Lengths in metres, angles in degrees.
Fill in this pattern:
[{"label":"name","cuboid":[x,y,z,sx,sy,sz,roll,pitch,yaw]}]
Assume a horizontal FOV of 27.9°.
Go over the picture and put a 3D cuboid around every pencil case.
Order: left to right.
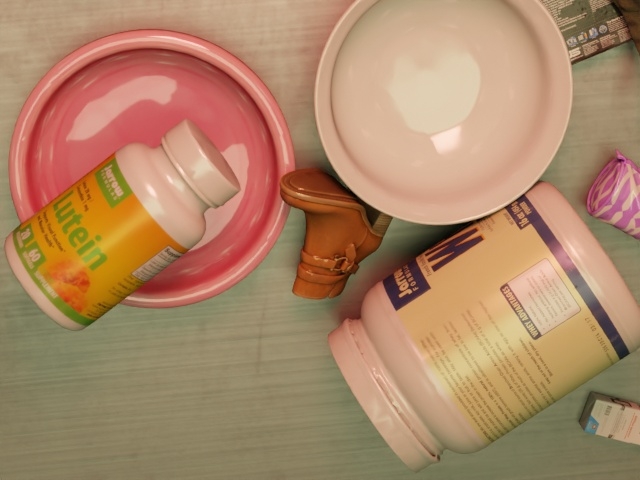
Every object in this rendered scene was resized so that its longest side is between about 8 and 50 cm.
[{"label":"pencil case","cuboid":[0.432,-0.029,1.588,0.206,0.086,0.088,23,119,-11]}]

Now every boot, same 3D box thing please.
[{"label":"boot","cuboid":[0.000,0.000,1.533,0.197,0.073,0.152,11,118,-45]}]

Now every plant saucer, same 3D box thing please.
[{"label":"plant saucer","cuboid":[-0.196,-0.086,1.525,0.332,0.084,0.332,-1,106,-4]}]

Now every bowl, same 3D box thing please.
[{"label":"bowl","cuboid":[0.135,-0.177,1.496,0.297,0.134,0.298,-1,107,-3]}]

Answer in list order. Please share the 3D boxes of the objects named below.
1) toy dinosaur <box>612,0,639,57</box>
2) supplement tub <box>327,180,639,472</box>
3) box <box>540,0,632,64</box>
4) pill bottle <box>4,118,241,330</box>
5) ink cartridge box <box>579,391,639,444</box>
[{"label":"toy dinosaur","cuboid":[0.380,-0.293,1.475,0.118,0.064,0.268,-22,109,11]},{"label":"supplement tub","cuboid":[0.196,0.106,1.534,0.324,0.235,0.235,-34,106,6]},{"label":"box","cuboid":[0.321,-0.316,1.517,0.190,0.045,0.184,-23,105,3]},{"label":"pill bottle","cuboid":[-0.215,-0.022,1.427,0.245,0.136,0.136,-37,106,7]},{"label":"ink cartridge box","cuboid":[0.390,0.235,1.696,0.083,0.028,0.048,16,105,-9]}]
